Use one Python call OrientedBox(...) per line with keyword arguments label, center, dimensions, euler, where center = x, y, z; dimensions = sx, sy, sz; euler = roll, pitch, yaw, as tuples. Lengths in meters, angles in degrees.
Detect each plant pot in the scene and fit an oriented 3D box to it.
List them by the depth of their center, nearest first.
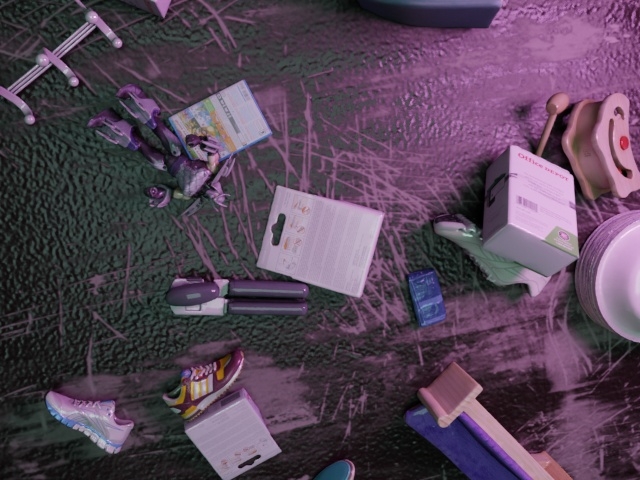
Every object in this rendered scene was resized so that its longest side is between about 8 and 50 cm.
OrientedBox(label="plant pot", center=(0.183, -0.513, 1.078), dimensions=(0.253, 0.248, 0.246), euler=(-2, 100, 11))

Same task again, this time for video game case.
OrientedBox(label="video game case", center=(-0.195, -0.224, 1.182), dimensions=(0.166, 0.015, 0.119), euler=(-28, 102, -3))

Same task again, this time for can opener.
OrientedBox(label="can opener", center=(-0.163, 0.120, 1.202), dimensions=(0.284, 0.095, 0.075), euler=(2, 100, -8))

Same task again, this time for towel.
OrientedBox(label="towel", center=(0.229, 0.122, 1.290), dimensions=(0.067, 0.029, 0.119), euler=(-17, 101, -5))

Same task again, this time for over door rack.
OrientedBox(label="over door rack", center=(-0.499, -0.343, 0.977), dimensions=(0.239, 0.324, 0.108), euler=(-41, 65, 0))

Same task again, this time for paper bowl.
OrientedBox(label="paper bowl", center=(0.712, 0.081, 1.291), dimensions=(0.285, 0.148, 0.284), euler=(-1, 99, -7))

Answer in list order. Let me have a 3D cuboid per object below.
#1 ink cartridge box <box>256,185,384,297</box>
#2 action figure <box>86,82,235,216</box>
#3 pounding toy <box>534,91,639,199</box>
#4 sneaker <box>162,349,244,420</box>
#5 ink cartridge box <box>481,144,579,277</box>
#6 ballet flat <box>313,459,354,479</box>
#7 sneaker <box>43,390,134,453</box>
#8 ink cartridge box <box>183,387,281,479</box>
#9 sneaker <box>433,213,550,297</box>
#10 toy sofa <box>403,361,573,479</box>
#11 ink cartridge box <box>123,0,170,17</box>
OrientedBox(label="ink cartridge box", center=(0.000, 0.000, 1.239), dimensions=(0.225, 0.056, 0.180), euler=(16, 97, 9))
OrientedBox(label="action figure", center=(-0.286, -0.156, 1.134), dimensions=(0.285, 0.099, 0.185), euler=(42, 103, -7))
OrientedBox(label="pounding toy", center=(0.554, -0.210, 1.260), dimensions=(0.154, 0.155, 0.269), euler=(-45, 114, -28))
OrientedBox(label="sneaker", center=(-0.239, 0.283, 1.233), dimensions=(0.185, 0.069, 0.084), euler=(-46, 107, 1))
OrientedBox(label="ink cartridge box", center=(0.414, -0.061, 1.194), dimensions=(0.160, 0.092, 0.219), euler=(24, 51, -11))
OrientedBox(label="ballet flat", center=(-0.006, 0.581, 1.318), dimensions=(0.248, 0.086, 0.086), euler=(-42, 102, 2))
OrientedBox(label="sneaker", center=(-0.464, 0.347, 1.220), dimensions=(0.191, 0.071, 0.083), euler=(40, 86, -20))
OrientedBox(label="ink cartridge box", center=(-0.185, 0.416, 1.288), dimensions=(0.146, 0.045, 0.179), euler=(-28, 120, -3))
OrientedBox(label="sneaker", center=(0.363, 0.032, 1.261), dimensions=(0.292, 0.110, 0.118), euler=(21, 106, -9))
OrientedBox(label="toy sofa", center=(0.363, 0.454, 1.303), dimensions=(0.177, 0.150, 0.362), euler=(-45, 102, 0))
OrientedBox(label="ink cartridge box", center=(-0.358, -0.475, 1.053), dimensions=(0.191, 0.139, 0.082), euler=(21, 95, -10))
